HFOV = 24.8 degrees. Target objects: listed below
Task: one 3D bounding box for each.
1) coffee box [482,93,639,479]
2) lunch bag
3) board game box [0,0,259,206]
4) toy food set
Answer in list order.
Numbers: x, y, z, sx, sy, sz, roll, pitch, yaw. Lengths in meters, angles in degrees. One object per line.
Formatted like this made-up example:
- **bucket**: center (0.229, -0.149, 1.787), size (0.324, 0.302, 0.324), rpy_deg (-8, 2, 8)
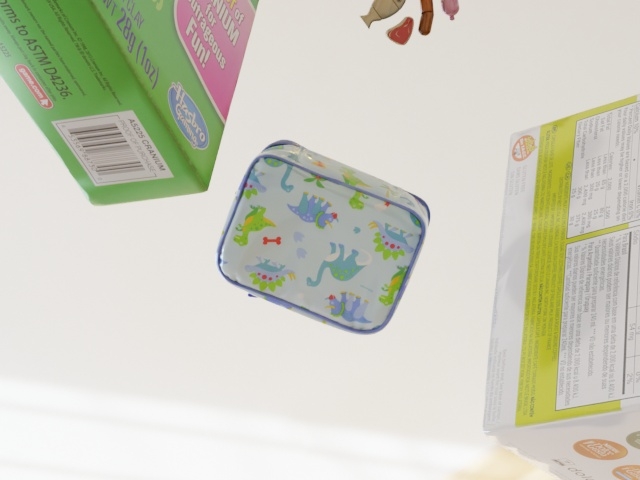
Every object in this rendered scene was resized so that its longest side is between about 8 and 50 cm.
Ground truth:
- **coffee box**: center (0.400, 0.071, 1.430), size (0.334, 0.337, 0.338), rpy_deg (-17, 53, 41)
- **lunch bag**: center (0.000, 0.000, 1.635), size (0.090, 0.219, 0.176), rpy_deg (-64, -5, -72)
- **board game box**: center (-0.095, -0.214, 0.683), size (0.064, 0.242, 0.317), rpy_deg (-6, 50, 21)
- **toy food set**: center (0.109, -0.255, 1.560), size (0.122, 0.078, 0.019), rpy_deg (-46, 15, -1)
